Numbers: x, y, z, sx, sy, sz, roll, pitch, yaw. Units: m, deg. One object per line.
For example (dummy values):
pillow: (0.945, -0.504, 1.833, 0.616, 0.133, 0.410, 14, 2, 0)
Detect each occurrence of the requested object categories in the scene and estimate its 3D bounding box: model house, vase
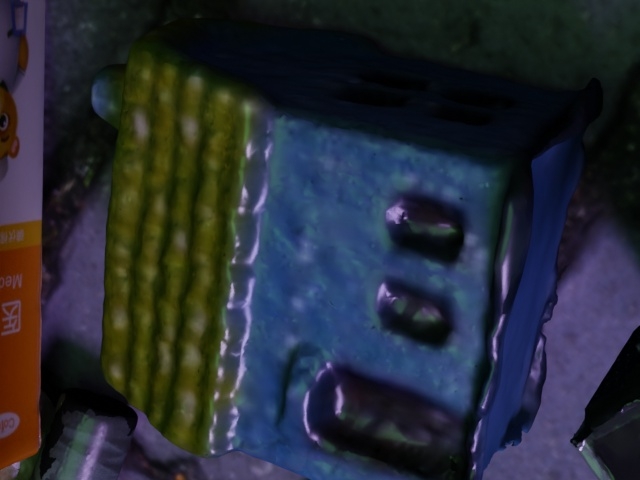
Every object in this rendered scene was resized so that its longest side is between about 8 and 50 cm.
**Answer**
model house: (0.000, 0.000, 1.009, 0.303, 0.215, 0.237, 17, 112, 21)
vase: (-0.190, 0.211, 1.193, 0.060, 0.060, 0.211, 22, 97, 13)

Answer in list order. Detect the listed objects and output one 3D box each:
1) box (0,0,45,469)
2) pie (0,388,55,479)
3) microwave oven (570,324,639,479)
box: (-0.289, -0.005, 1.074, 0.143, 0.225, 0.341, 3, 97, 21)
pie: (-0.290, 0.133, 1.242, 0.218, 0.052, 0.185, 8, 110, 20)
microwave oven: (0.311, 0.056, 0.888, 0.295, 0.237, 0.181, -34, 92, 31)
